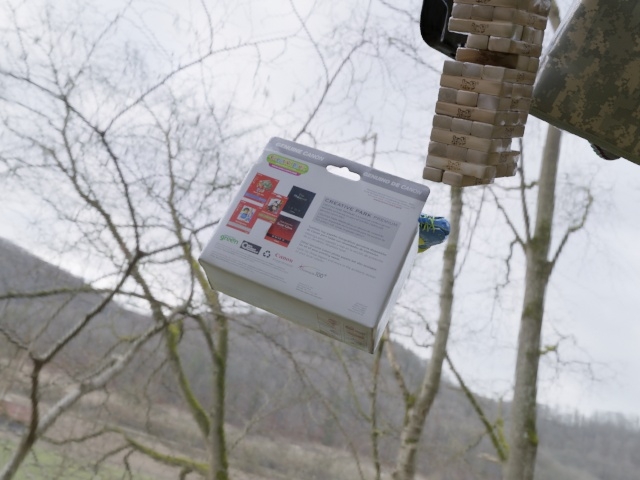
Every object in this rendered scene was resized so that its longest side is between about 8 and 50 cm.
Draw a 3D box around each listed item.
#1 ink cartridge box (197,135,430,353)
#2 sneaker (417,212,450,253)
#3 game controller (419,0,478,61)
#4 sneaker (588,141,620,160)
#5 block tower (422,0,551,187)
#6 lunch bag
[{"bbox_3d":[0.000,0.000,1.229,0.309,0.272,0.130,21,-24,14],"label":"ink cartridge box"},{"bbox_3d":[0.241,-0.050,1.770,0.126,0.091,0.240,-15,-28,21],"label":"sneaker"},{"bbox_3d":[0.300,-0.439,1.460,0.067,0.167,0.319,23,10,40],"label":"game controller"},{"bbox_3d":[0.849,-0.302,2.144,0.223,0.083,0.098,28,-11,-30],"label":"sneaker"},{"bbox_3d":[0.215,-0.235,0.905,0.091,0.336,0.097,19,19,37],"label":"block tower"},{"bbox_3d":[0.492,-0.251,1.137,0.287,0.235,0.169,28,18,6],"label":"lunch bag"}]
